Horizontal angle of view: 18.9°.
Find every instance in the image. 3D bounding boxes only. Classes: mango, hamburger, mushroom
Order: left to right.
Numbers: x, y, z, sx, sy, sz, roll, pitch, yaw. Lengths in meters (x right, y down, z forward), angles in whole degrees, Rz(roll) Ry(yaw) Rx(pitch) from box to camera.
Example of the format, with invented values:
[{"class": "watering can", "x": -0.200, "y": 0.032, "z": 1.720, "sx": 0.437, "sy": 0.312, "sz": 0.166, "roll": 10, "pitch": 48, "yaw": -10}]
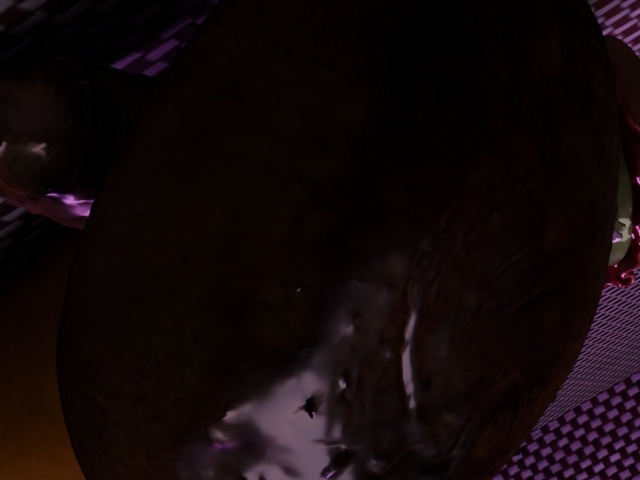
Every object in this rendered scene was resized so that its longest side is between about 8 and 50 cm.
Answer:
[{"class": "mango", "x": -0.110, "y": 0.074, "z": 1.149, "sx": 0.317, "sy": 0.173, "sz": 0.211, "roll": -28, "pitch": 167, "yaw": 26}, {"class": "mushroom", "x": 0.018, "y": 0.011, "z": 0.923, "sx": 0.345, "sy": 0.239, "sz": 0.345, "roll": -18, "pitch": 140, "yaw": -16}, {"class": "hamburger", "x": 0.134, "y": -0.048, "z": 1.210, "sx": 0.137, "sy": 0.175, "sz": 0.175, "roll": -11, "pitch": 161, "yaw": -16}]
